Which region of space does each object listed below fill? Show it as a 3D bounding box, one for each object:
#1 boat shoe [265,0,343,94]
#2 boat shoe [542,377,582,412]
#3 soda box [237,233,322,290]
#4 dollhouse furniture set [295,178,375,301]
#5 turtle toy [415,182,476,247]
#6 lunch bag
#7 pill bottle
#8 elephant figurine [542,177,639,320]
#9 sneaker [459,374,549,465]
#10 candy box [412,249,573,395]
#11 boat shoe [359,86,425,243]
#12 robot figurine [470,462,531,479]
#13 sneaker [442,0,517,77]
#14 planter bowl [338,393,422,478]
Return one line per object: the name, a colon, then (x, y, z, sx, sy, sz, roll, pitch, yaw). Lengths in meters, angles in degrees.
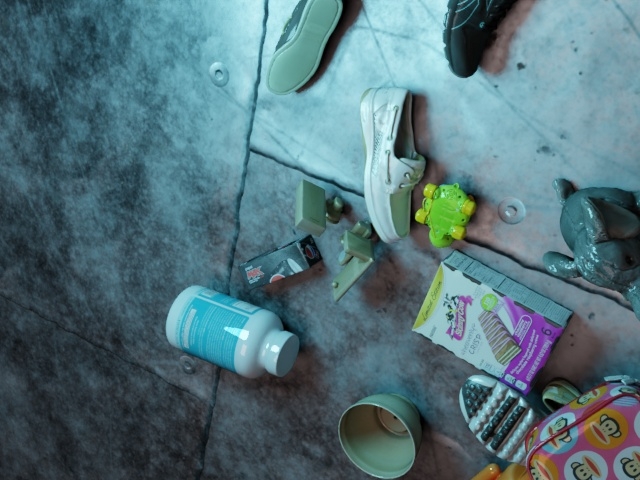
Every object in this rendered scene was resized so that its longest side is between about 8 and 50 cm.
boat shoe: (-0.030, -0.358, 1.401, 0.081, 0.068, 0.227, 20, 131, -22)
boat shoe: (0.460, 0.321, 1.356, 0.190, 0.072, 0.068, 35, 122, 15)
soda box: (-0.083, 0.046, 1.591, 0.169, 0.053, 0.060, -22, 96, 35)
dollhouse furniture set: (0.000, 0.000, 1.469, 0.151, 0.144, 0.123, 24, 127, -21)
turtle toy: (0.219, -0.042, 1.368, 0.095, 0.066, 0.130, 27, 120, 20)
lunch bag: (0.491, 0.368, 1.229, 0.258, 0.120, 0.293, -37, 88, 14)
pill bottle: (-0.179, 0.197, 1.648, 0.264, 0.146, 0.146, 18, 116, 25)
elephant figurine: (0.417, 0.009, 1.162, 0.186, 0.239, 0.169, -4, 106, 32)
sneaker: (0.365, 0.337, 1.376, 0.292, 0.118, 0.110, 39, 105, 5)
candy box: (0.297, 0.142, 1.388, 0.233, 0.071, 0.159, 29, 121, 19)
boat shoe: (0.134, -0.127, 1.368, 0.096, 0.098, 0.277, 1, 107, 32)
robot figurine: (0.361, 0.493, 1.447, 0.158, 0.128, 0.219, 22, 124, -14)
sneaker: (0.254, -0.375, 1.202, 0.106, 0.101, 0.267, 17, 116, 22)
planter bowl: (0.131, 0.365, 1.548, 0.162, 0.109, 0.162, 12, 114, 27)
